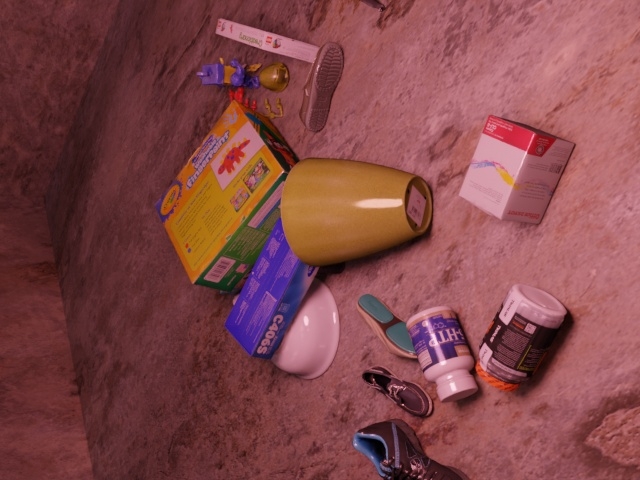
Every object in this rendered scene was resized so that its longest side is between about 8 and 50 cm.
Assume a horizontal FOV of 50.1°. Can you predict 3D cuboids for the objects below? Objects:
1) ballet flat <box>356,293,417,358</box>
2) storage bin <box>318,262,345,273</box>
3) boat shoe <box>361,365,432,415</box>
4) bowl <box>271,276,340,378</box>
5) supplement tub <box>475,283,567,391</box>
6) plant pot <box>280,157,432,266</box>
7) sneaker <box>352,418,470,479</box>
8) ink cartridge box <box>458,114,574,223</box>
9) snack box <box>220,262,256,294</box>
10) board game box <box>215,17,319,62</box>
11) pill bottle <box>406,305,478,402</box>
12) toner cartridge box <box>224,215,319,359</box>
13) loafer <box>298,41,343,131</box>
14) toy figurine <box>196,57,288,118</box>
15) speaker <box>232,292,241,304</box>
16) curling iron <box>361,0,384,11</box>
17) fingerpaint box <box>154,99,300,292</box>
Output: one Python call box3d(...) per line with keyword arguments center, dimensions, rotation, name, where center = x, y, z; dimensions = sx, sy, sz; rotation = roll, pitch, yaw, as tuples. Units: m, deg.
box3d(center=(0.170, 0.221, 1.646), dimensions=(0.248, 0.086, 0.086), rotation=(47, 123, 46), name="ballet flat")
box3d(center=(0.000, 0.000, 1.876), dimensions=(0.122, 0.084, 0.180), rotation=(-4, 83, 53), name="storage bin")
box3d(center=(0.176, 0.359, 1.621), dimensions=(0.206, 0.065, 0.075), rotation=(27, 107, 51), name="boat shoe")
box3d(center=(-0.087, 0.244, 1.926), dimensions=(0.298, 0.134, 0.297), rotation=(-9, 79, 52), name="bowl")
box3d(center=(0.382, 0.189, 1.325), dimensions=(0.117, 0.117, 0.190), rotation=(45, 121, 45), name="supplement tub")
box3d(center=(0.105, -0.074, 1.632), dimensions=(0.294, 0.275, 0.274), rotation=(-1, 85, 36), name="plant pot")
box3d(center=(0.204, 0.524, 1.507), dimensions=(0.341, 0.140, 0.125), rotation=(32, 110, 48), name="sneaker")
box3d(center=(0.381, -0.137, 1.348), dimensions=(0.127, 0.128, 0.176), rotation=(38, 116, 48), name="ink cartridge box")
box3d(center=(-0.237, 0.031, 2.203), dimensions=(0.322, 0.060, 0.187), rotation=(-35, 57, 45), name="snack box")
box3d(center=(-0.162, -0.601, 2.060), dimensions=(0.305, 0.193, 0.053), rotation=(34, 113, 49), name="board game box")
box3d(center=(0.266, 0.246, 1.476), dimensions=(0.112, 0.112, 0.186), rotation=(-44, 54, 41), name="pill bottle")
box3d(center=(-0.121, 0.126, 1.830), dimensions=(0.165, 0.075, 0.347), rotation=(38, 103, 46), name="toner cartridge box")
box3d(center=(-0.012, -0.437, 1.927), dimensions=(0.087, 0.094, 0.251), rotation=(36, 115, 44), name="loafer")
box3d(center=(-0.288, -0.495, 2.196), dimensions=(0.363, 0.217, 0.191), rotation=(18, 101, 53), name="toy figurine")
box3d(center=(-0.222, 0.183, 2.174), dimensions=(0.136, 0.055, 0.055), rotation=(-25, 67, 50), name="speaker")
box3d(center=(0.097, -0.692, 1.858), dimensions=(0.068, 0.035, 0.274), rotation=(-59, 44, 31), name="curling iron")
box3d(center=(-0.266, -0.132, 2.075), dimensions=(0.445, 0.163, 0.371), rotation=(-50, 50, 18), name="fingerpaint box")
